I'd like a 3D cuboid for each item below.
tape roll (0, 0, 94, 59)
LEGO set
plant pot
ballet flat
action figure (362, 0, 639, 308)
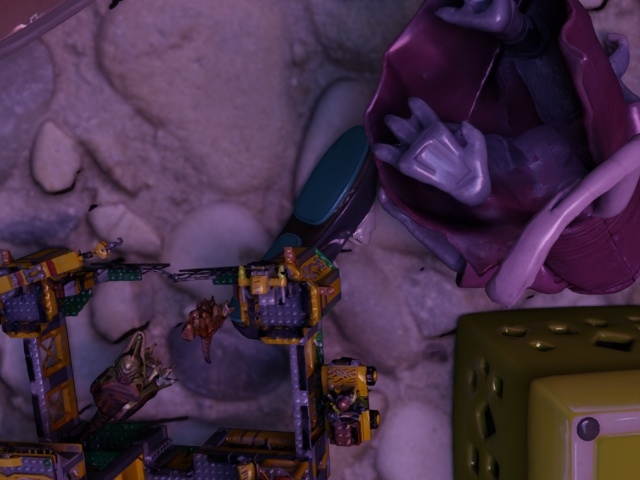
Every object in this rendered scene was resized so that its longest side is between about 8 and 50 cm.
[{"bbox_3d":[-0.231,-0.196,0.664,0.286,0.286,0.100,-32,100,-1],"label":"tape roll"},{"bbox_3d":[-0.136,0.123,0.720,0.331,0.192,0.255,7,103,15],"label":"LEGO set"},{"bbox_3d":[0.243,0.183,0.800,0.228,0.207,0.227,-2,97,-6],"label":"plant pot"},{"bbox_3d":[0.000,0.000,0.828,0.074,0.074,0.203,34,87,-9],"label":"ballet flat"},{"bbox_3d":[0.192,-0.049,0.720,0.248,0.276,0.370,-44,138,5],"label":"action figure"}]
